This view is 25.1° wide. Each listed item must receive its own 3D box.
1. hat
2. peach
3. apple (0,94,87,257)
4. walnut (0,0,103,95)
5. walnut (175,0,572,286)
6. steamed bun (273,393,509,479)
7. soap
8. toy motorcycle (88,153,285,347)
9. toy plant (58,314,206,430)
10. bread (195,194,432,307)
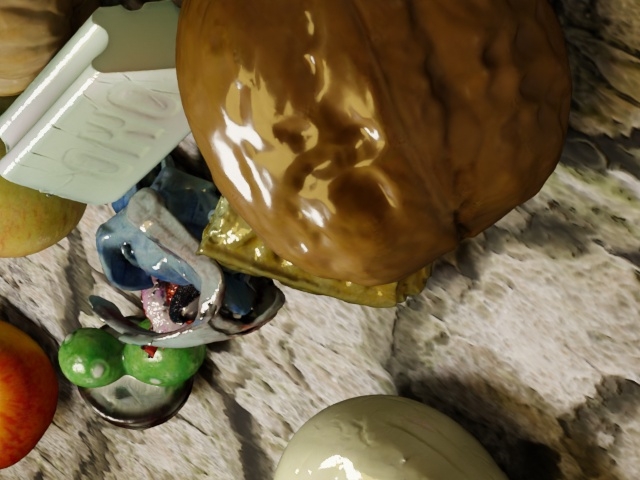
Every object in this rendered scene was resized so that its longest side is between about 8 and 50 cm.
[{"bbox_3d":[-0.151,0.067,1.964,0.227,0.140,0.129,-20,117,40],"label":"hat"},{"bbox_3d":[-0.573,0.265,2.497,0.238,0.281,0.281,-10,125,2],"label":"peach"},{"bbox_3d":[-0.456,-0.096,2.030,0.260,0.261,0.194,31,130,23],"label":"apple"},{"bbox_3d":[-0.405,-0.319,1.753,0.285,0.285,0.296,45,180,7],"label":"walnut"},{"bbox_3d":[0.049,-0.154,1.355,0.398,0.354,0.308,66,171,-25],"label":"walnut"},{"bbox_3d":[0.105,0.332,1.831,0.312,0.233,0.334,47,136,8],"label":"steamed bun"},{"bbox_3d":[-0.244,-0.164,1.724,0.289,0.172,0.095,-39,50,36],"label":"soap"},{"bbox_3d":[-0.198,0.011,1.843,0.319,0.241,0.182,23,153,44],"label":"toy motorcycle"},{"bbox_3d":[-0.272,0.187,2.143,0.218,0.175,0.235,-4,156,1],"label":"toy plant"},{"bbox_3d":[0.000,0.000,1.665,0.267,0.130,0.152,18,164,-5],"label":"bread"}]
